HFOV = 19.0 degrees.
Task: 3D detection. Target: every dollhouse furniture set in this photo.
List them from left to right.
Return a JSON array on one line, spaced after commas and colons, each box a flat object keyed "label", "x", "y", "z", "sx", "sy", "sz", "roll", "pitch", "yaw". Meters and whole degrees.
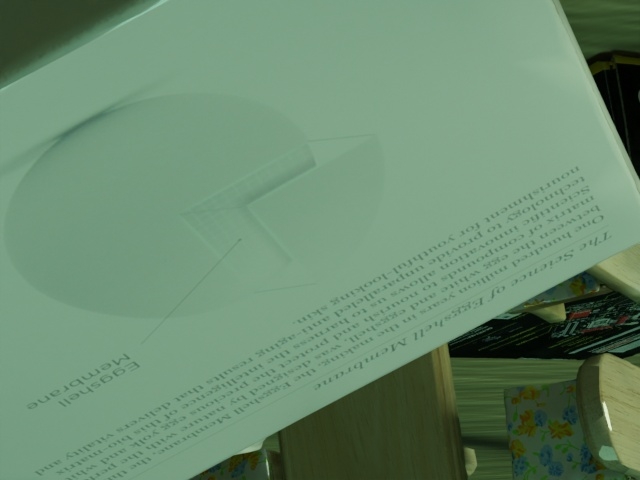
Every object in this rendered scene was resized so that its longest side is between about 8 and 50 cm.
[{"label": "dollhouse furniture set", "x": 0.000, "y": 0.000, "z": 0.745, "sx": 0.212, "sy": 0.242, "sz": 0.161, "roll": -14, "pitch": 162, "yaw": 23}]

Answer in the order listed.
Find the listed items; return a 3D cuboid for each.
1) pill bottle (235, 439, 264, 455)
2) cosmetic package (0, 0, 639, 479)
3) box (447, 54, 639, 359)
[{"label": "pill bottle", "x": 0.004, "y": 0.016, "z": 0.900, "sx": 0.208, "sy": 0.117, "sz": 0.117, "roll": -38, "pitch": 155, "yaw": 13}, {"label": "cosmetic package", "x": -0.050, "y": -0.045, "z": 0.537, "sx": 0.224, "sy": 0.138, "sz": 0.224, "roll": -28, "pitch": 149, "yaw": 6}, {"label": "box", "x": 0.169, "y": -0.004, "z": 1.104, "sx": 0.257, "sy": 0.079, "sz": 0.322, "roll": 1, "pitch": 162, "yaw": -31}]
